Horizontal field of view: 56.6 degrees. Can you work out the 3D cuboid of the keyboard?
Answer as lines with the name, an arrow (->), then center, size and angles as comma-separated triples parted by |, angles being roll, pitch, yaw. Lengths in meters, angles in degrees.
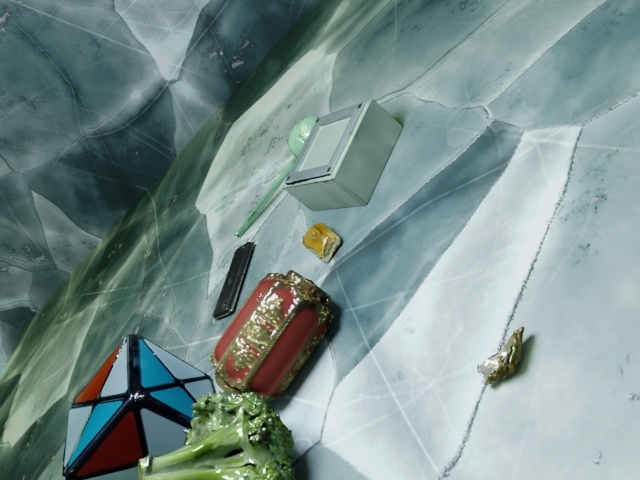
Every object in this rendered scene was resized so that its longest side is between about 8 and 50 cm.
keyboard -> -0.234, 0.106, 1.621 | 0.093, 0.025, 0.230 | -26, 39, 43

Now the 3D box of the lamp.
lamp -> -0.097, 0.191, 1.180 | 0.274, 0.177, 0.177 | -55, 29, 0

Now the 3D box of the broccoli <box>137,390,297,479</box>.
broccoli -> -0.158, 0.397, 1.002 | 0.260, 0.235, 0.288 | -30, 13, -22

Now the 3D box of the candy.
candy -> -0.116, -0.167, 1.690 | 0.440, 0.119, 0.119 | -51, 27, 24

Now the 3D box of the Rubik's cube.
Rubik's cube -> -0.383, 0.397, 1.300 | 0.250, 0.248, 0.246 | -49, 30, 6

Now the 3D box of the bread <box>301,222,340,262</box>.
bread -> 0.000, 0.000, 1.359 | 0.072, 0.053, 0.106 | -56, 34, 4

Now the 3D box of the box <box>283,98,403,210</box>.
box -> 0.046, -0.201, 1.438 | 0.225, 0.117, 0.225 | -2, 57, 55

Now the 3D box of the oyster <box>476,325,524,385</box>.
oyster -> 0.256, 0.163, 0.824 | 0.093, 0.034, 0.051 | -53, 10, 25
